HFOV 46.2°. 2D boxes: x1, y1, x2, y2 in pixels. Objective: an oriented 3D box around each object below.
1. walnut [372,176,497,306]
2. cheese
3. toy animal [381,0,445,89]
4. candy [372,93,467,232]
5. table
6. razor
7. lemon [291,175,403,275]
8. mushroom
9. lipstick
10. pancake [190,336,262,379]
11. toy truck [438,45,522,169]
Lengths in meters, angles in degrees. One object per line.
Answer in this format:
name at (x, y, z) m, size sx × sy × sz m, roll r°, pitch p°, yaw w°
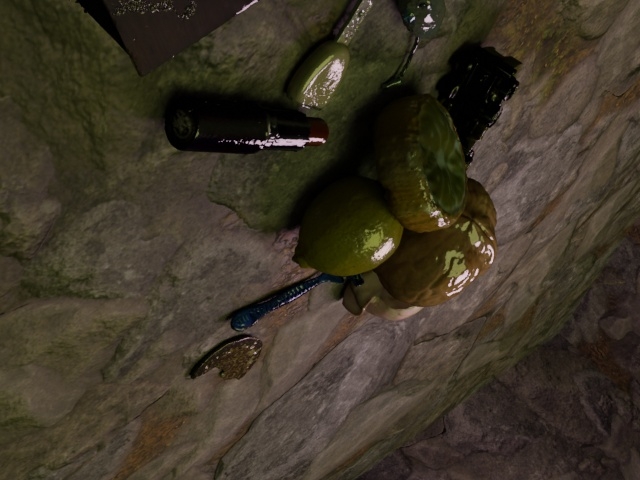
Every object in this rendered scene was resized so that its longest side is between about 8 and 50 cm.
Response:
walnut at (0.243, 0.000, 1.624) m, size 0.277 × 0.252 × 0.313 m, roll -34°, pitch 176°, yaw -27°
cheese at (0.022, -0.291, 1.166) m, size 0.097 × 0.037 × 0.192 m, roll 0°, pitch 131°, yaw -55°
toy animal at (0.157, -0.352, 1.251) m, size 0.079 × 0.070 × 0.253 m, roll 0°, pitch 156°, yaw -6°
candy at (0.187, -0.141, 1.394) m, size 0.118 × 0.259 × 0.260 m, roll -8°, pitch 172°, yaw 32°
table at (-0.176, -0.310, 0.725) m, size 0.172 × 0.169 × 0.193 m, roll -37°, pitch 152°, yaw -13°
razor at (-0.058, 0.118, 1.628) m, size 0.324 × 0.093 × 0.056 m, roll -26°, pitch -177°, yaw -25°
lemon at (0.056, -0.022, 1.441) m, size 0.248 × 0.184 × 0.184 m, roll -40°, pitch 154°, yaw 7°
mushroom at (0.182, 0.150, 1.873) m, size 0.236 × 0.162 × 0.173 m, roll -29°, pitch 148°, yaw -24°
lipstick at (-0.098, -0.170, 1.129) m, size 0.300 × 0.081 × 0.081 m, roll -7°, pitch 136°, yaw -48°
pancake at (-0.207, 0.279, 1.684) m, size 0.184 × 0.020 × 0.190 m, roll -32°, pitch 150°, yaw -22°
toy truck at (0.299, -0.259, 1.505) m, size 0.127 × 0.127 × 0.257 m, roll -34°, pitch 156°, yaw -50°
